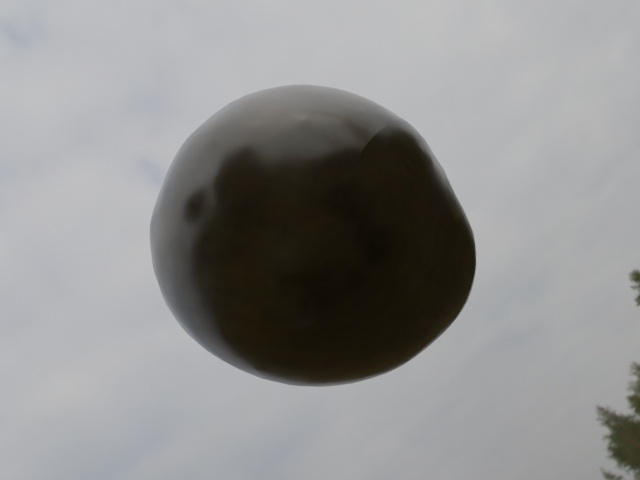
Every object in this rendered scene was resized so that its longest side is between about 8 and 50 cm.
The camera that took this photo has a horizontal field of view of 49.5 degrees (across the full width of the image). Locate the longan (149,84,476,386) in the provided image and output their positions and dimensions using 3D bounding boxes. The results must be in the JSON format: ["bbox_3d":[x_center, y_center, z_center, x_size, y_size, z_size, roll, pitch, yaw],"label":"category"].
[{"bbox_3d":[0.000,0.000,0.526,0.248,0.248,0.248,-27,-34,-20],"label":"longan"}]
